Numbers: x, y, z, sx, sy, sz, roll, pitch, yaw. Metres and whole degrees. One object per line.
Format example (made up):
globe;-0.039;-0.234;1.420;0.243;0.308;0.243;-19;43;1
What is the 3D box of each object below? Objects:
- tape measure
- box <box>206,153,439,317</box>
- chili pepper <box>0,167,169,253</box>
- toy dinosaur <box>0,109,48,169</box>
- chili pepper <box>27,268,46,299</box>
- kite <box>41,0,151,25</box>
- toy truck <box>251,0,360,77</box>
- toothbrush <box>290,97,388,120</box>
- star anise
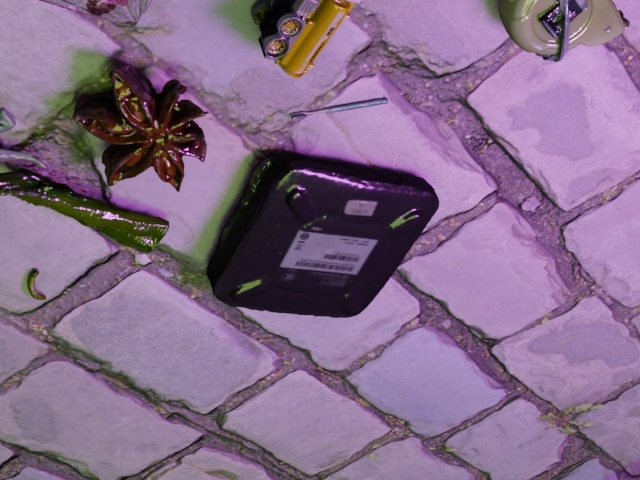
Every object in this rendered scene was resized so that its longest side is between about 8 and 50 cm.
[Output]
tape measure;0.369;-0.367;1.635;0.175;0.106;0.200;-32;135;11
box;0.000;0.000;1.920;0.359;0.091;0.350;8;133;-28
chili pepper;-0.408;-0.049;1.729;0.359;0.076;0.085;18;130;-44
toy dinosaur;-0.538;-0.150;1.604;0.167;0.053;0.242;-35;136;21
chili pepper;-0.510;0.082;1.889;0.030;0.017;0.083;-6;137;-15
kite;-0.282;-0.378;1.432;0.323;0.013;0.267;-25;152;-11
toy truck;-0.012;-0.346;1.538;0.114;0.098;0.227;12;133;-34
toothbrush;0.032;-0.218;1.751;0.167;0.014;0.011;-10;129;-8
star anise;-0.277;-0.175;1.640;0.214;0.099;0.220;20;133;-17
